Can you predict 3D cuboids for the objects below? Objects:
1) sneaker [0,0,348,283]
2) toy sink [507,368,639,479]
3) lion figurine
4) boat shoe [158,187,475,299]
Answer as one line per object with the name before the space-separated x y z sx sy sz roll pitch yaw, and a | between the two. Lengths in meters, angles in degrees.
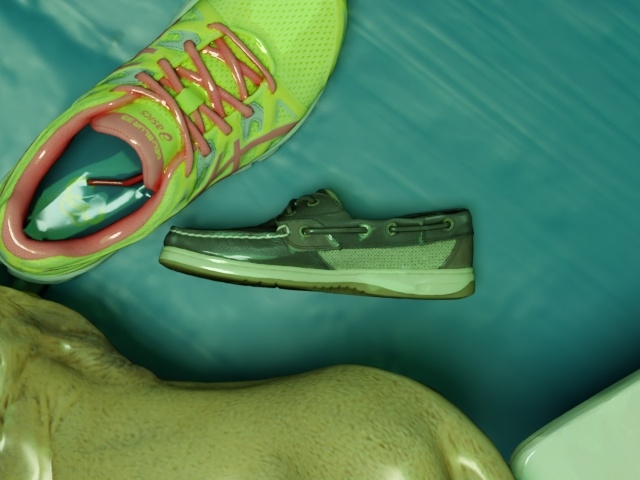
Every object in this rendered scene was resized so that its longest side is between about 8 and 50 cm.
sneaker | -0.065 -0.052 0.620 0.208 0.094 0.081 -44 95 -3
toy sink | 0.184 0.144 0.641 0.153 0.131 0.234 -30 101 -3
lion figurine | -0.052 0.110 0.580 0.392 0.142 0.240 -2 100 11
boat shoe | 0.000 0.000 0.654 0.152 0.056 0.049 5 89 -15
